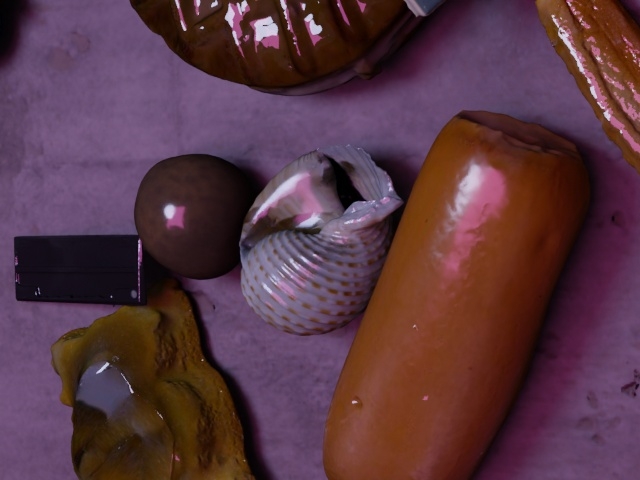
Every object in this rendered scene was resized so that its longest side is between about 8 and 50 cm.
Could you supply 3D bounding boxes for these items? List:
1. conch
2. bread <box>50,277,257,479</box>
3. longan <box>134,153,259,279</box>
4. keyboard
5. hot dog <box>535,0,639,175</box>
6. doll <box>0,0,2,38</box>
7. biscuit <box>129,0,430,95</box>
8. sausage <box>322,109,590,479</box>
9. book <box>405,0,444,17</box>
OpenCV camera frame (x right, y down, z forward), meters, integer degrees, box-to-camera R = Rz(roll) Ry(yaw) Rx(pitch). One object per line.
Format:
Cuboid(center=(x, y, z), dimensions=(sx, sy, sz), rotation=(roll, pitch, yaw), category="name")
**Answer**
Cuboid(center=(0.001, 0.004, 1.146), dimensions=(0.153, 0.102, 0.135), rotation=(-35, 59, 5), category="conch")
Cuboid(center=(-0.155, 0.162, 1.254), dimensions=(0.160, 0.088, 0.233), rotation=(-35, 76, 32), category="bread")
Cuboid(center=(-0.096, -0.020, 1.204), dimensions=(0.119, 0.106, 0.106), rotation=(1, 97, -13), category="longan")
Cuboid(center=(-0.219, 0.027, 1.288), dimensions=(0.198, 0.010, 0.064), rotation=(0, 93, 45), category="keyboard")
Cuboid(center=(0.226, -0.103, 1.041), dimensions=(0.066, 0.047, 0.216), rotation=(-32, 78, -10), category="hot dog")
Cuboid(center=(-0.327, -0.219, 1.315), dimensions=(0.114, 0.085, 0.152), rotation=(32, 100, 47), category="doll")
Cuboid(center=(-0.032, -0.282, 1.135), dimensions=(0.332, 0.103, 0.332), rotation=(4, 97, 28), category="biscuit")
Cuboid(center=(0.094, 0.079, 1.096), dimensions=(0.134, 0.116, 0.354), rotation=(17, 109, -1), category="sausage")
Cuboid(center=(0.054, -0.382, 0.990), dimensions=(0.264, 0.031, 0.379), rotation=(-38, 99, 4), category="book")
